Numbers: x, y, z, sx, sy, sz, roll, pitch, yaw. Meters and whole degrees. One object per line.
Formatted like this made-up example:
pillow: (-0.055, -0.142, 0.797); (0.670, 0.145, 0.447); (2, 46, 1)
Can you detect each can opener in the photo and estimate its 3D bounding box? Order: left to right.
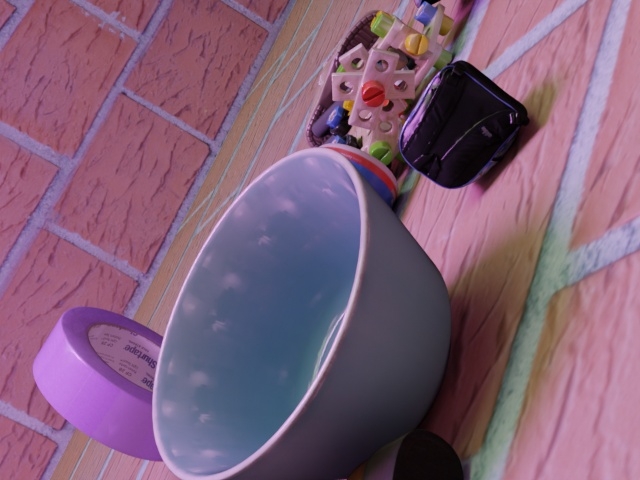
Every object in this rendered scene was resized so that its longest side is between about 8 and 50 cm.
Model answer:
can opener: (0.078, -0.219, 1.659); (0.093, 0.074, 0.280); (-26, -6, -34)

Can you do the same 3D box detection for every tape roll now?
tape roll: (-0.297, 0.216, 1.597); (0.090, 0.275, 0.275); (-55, 13, 11)

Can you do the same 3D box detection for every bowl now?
bowl: (-0.001, 0.089, 0.934); (0.311, 0.163, 0.311); (-38, 38, 37)

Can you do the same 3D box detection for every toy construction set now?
toy construction set: (0.090, -0.200, 1.401); (0.215, 0.151, 0.328); (-53, 4, 26)

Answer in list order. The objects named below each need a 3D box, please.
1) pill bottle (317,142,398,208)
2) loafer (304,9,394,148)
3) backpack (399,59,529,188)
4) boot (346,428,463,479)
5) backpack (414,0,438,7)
pill bottle: (0.000, 0.000, 1.287); (0.221, 0.124, 0.124); (-62, 13, -22)
loafer: (0.043, -0.281, 1.818); (0.268, 0.102, 0.092); (-60, 19, 2)
backpack: (0.146, -0.115, 1.071); (0.114, 0.105, 0.084); (-55, -9, 22)
boot: (-0.019, 0.297, 0.782); (0.280, 0.096, 0.264); (-49, 17, 42)
backpack: (0.190, -0.466, 1.490); (0.225, 0.191, 0.253); (-43, -8, -36)
